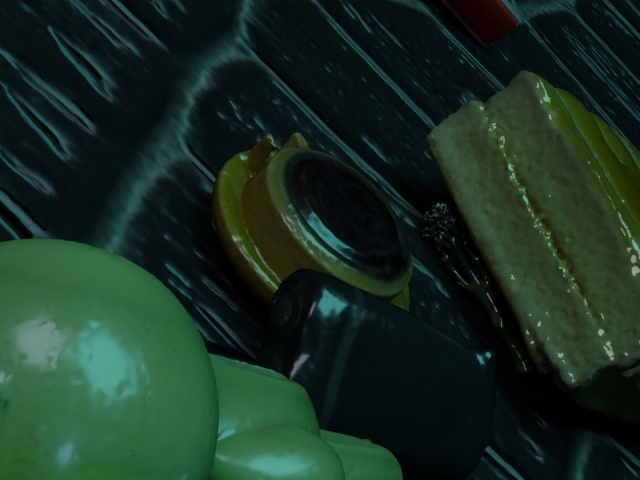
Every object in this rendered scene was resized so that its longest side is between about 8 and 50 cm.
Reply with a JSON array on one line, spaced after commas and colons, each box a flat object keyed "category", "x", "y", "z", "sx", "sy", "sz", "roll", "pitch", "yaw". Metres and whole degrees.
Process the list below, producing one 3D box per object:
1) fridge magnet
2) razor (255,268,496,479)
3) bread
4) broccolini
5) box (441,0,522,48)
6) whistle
[{"category": "fridge magnet", "x": 0.000, "y": 0.000, "z": 0.732, "sx": 0.143, "sy": 0.063, "sz": 0.143, "roll": 31, "pitch": 32, "yaw": -22}, {"category": "razor", "x": 0.032, "y": 0.078, "z": 0.665, "sx": 0.148, "sy": 0.054, "sz": 0.090, "roll": 26, "pitch": 74, "yaw": -35}, {"category": "bread", "x": 0.217, "y": 0.024, "z": 0.926, "sx": 0.239, "sy": 0.111, "sz": 0.246, "roll": 23, "pitch": 38, "yaw": -49}, {"category": "broccolini", "x": 0.115, "y": 0.033, "z": 0.889, "sx": 0.035, "sy": 0.030, "sz": 0.140, "roll": 0, "pitch": 56, "yaw": -57}, {"category": "box", "x": 0.142, "y": -0.308, "z": 1.321, "sx": 0.123, "sy": 0.050, "sz": 0.229, "roll": 42, "pitch": 27, "yaw": -30}, {"category": "whistle", "x": -0.066, "y": 0.095, "z": 0.491, "sx": 0.294, "sy": 0.141, "sz": 0.141, "roll": 41, "pitch": 23, "yaw": -49}]
